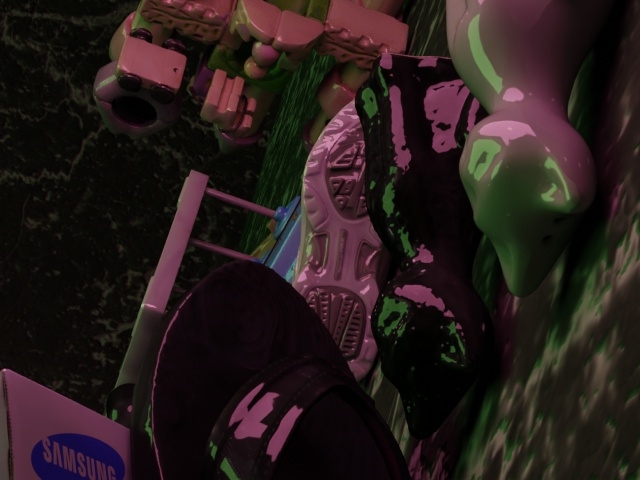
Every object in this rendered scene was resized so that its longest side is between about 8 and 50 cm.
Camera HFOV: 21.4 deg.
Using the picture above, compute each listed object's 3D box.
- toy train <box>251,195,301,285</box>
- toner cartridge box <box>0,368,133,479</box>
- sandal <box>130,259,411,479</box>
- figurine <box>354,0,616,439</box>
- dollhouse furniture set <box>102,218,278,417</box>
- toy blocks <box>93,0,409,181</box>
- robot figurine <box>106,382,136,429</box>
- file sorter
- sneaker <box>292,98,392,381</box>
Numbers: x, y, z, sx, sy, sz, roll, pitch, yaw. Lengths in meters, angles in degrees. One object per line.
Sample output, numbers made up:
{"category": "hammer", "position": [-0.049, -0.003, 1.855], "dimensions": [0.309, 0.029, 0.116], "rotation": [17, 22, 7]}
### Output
{"category": "toy train", "position": [0.000, 0.000, 1.373], "dimensions": [0.184, 0.080, 0.105], "rotation": [-60, 8, 5]}
{"category": "toner cartridge box", "position": [-0.108, 0.193, 0.895], "dimensions": [0.348, 0.075, 0.165], "rotation": [43, -145, -64]}
{"category": "sandal", "position": [-0.009, 0.172, 0.815], "dimensions": [0.107, 0.167, 0.446], "rotation": [-38, 31, 31]}
{"category": "figurine", "position": [0.081, -0.039, 0.824], "dimensions": [0.215, 0.092, 0.209], "rotation": [115, 163, -52]}
{"category": "dollhouse furniture set", "position": [-0.056, 0.111, 1.854], "dimensions": [0.355, 0.174, 0.303], "rotation": [-46, 12, 14]}
{"category": "toy blocks", "position": [-0.078, -0.156, 1.686], "dimensions": [0.260, 0.288, 0.309], "rotation": [124, 162, -51]}
{"category": "robot figurine", "position": [-0.111, 0.234, 1.337], "dimensions": [0.174, 0.209, 0.278], "rotation": [-60, 5, -3]}
{"category": "file sorter", "position": [-0.094, 0.119, 1.552], "dimensions": [0.193, 0.173, 0.278], "rotation": [-78, 8, -51]}
{"category": "sneaker", "position": [0.018, -0.001, 1.271], "dimensions": [0.115, 0.090, 0.232], "rotation": [120, 167, -82]}
